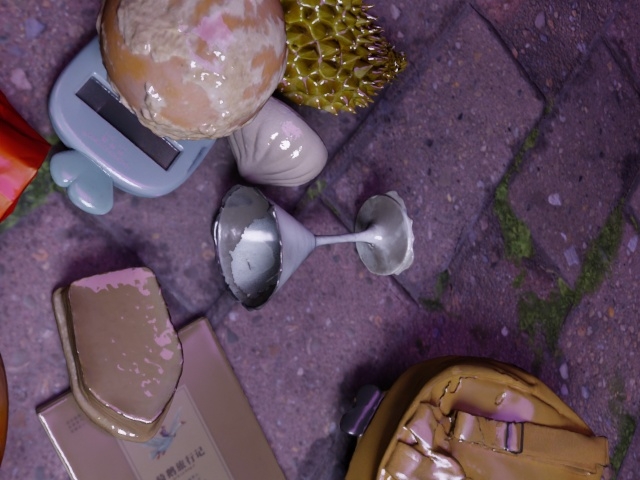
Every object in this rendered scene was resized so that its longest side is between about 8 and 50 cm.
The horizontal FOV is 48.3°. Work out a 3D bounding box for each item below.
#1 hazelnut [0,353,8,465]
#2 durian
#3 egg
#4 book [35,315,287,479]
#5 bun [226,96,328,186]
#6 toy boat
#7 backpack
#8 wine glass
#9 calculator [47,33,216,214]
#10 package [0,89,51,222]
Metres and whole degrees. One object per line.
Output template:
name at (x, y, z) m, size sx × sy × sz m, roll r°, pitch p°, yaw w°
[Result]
hazelnut at (-0.333, 0.113, 0.505) m, size 0.214 × 0.176 × 0.214 m, roll 43°, pitch 29°, yaw -31°
durian at (-0.009, -0.267, 0.954) m, size 0.306 × 0.166 × 0.172 m, roll 18°, pitch 102°, yaw -24°
egg at (-0.132, -0.223, 0.767) m, size 0.203 × 0.203 × 0.245 m, roll 18°, pitch 57°, yaw -30°
book at (-0.154, 0.272, 0.818) m, size 0.217 × 0.021 × 0.310 m, roll -29°, pitch 98°, yaw -33°
bun at (-0.067, -0.112, 0.883) m, size 0.138 × 0.138 × 0.094 m, roll 44°, pitch 76°, yaw -19°
toy boat at (-0.208, 0.121, 0.762) m, size 0.116 × 0.061 × 0.188 m, roll -13°, pitch 77°, yaw -32°
backpack at (0.200, 0.315, 0.935) m, size 0.378 × 0.201 × 0.353 m, roll 45°, pitch 62°, yaw -22°
wine glass at (0.000, 0.000, 0.900) m, size 0.232 × 0.156 × 0.156 m, roll -5°, pitch 84°, yaw -37°
calculator at (-0.211, -0.158, 0.846) m, size 0.185 × 0.041 × 0.299 m, roll 40°, pitch 60°, yaw -21°
package at (-0.418, -0.003, 0.633) m, size 0.196 × 0.123 × 0.423 m, roll 40°, pitch 64°, yaw -24°
